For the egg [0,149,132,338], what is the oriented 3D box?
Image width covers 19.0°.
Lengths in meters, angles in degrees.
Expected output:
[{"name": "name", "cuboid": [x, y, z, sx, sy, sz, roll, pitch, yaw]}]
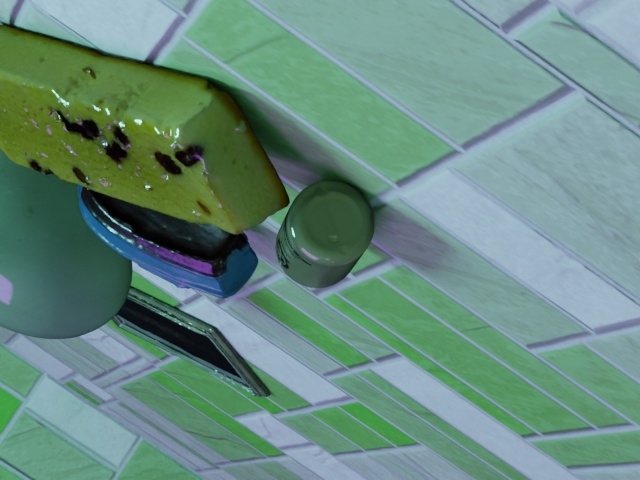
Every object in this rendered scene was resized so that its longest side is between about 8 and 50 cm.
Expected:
[{"name": "egg", "cuboid": [-0.340, -0.006, 2.182, 0.283, 0.203, 0.203, 40, 164, -12]}]

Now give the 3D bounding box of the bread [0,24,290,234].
[{"name": "bread", "cuboid": [-0.193, -0.104, 1.776, 0.361, 0.077, 0.138, 18, 145, 42]}]

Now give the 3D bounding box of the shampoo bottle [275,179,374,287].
[{"name": "shampoo bottle", "cuboid": [0.000, 0.000, 1.756, 0.079, 0.079, 0.162, 33, 165, 0]}]

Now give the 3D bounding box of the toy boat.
[{"name": "toy boat", "cuboid": [-0.168, -0.009, 2.030, 0.223, 0.100, 0.097, 28, 150, 21]}]

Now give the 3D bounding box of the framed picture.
[{"name": "framed picture", "cuboid": [-0.224, 0.123, 2.711, 0.293, 0.018, 0.231, 24, 163, 30]}]
